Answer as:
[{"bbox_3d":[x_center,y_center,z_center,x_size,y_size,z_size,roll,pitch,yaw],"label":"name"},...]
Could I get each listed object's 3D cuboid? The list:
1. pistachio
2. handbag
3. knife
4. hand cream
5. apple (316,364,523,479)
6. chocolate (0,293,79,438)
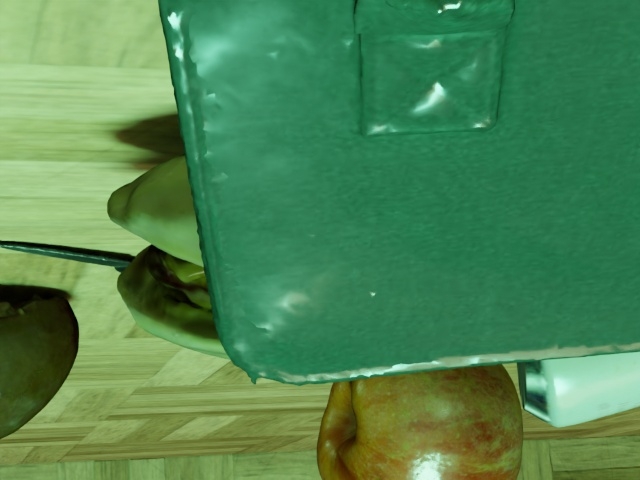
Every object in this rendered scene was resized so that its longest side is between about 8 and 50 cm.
[{"bbox_3d":[0.000,0.000,0.658,0.206,0.131,0.130,2,121,-3],"label":"pistachio"},{"bbox_3d":[0.114,-0.042,0.456,0.326,0.089,0.238,-3,148,1],"label":"handbag"},{"bbox_3d":[-0.142,0.015,0.884,0.170,0.010,0.023,11,160,-43],"label":"knife"},{"bbox_3d":[0.318,0.049,0.979,0.358,0.118,0.185,-11,167,3],"label":"hand cream"},{"bbox_3d":[0.088,0.176,1.243,0.164,0.209,0.209,6,164,-19],"label":"apple"},{"bbox_3d":[-0.243,0.081,0.977,0.133,0.127,0.124,-16,-162,-3],"label":"chocolate"}]
